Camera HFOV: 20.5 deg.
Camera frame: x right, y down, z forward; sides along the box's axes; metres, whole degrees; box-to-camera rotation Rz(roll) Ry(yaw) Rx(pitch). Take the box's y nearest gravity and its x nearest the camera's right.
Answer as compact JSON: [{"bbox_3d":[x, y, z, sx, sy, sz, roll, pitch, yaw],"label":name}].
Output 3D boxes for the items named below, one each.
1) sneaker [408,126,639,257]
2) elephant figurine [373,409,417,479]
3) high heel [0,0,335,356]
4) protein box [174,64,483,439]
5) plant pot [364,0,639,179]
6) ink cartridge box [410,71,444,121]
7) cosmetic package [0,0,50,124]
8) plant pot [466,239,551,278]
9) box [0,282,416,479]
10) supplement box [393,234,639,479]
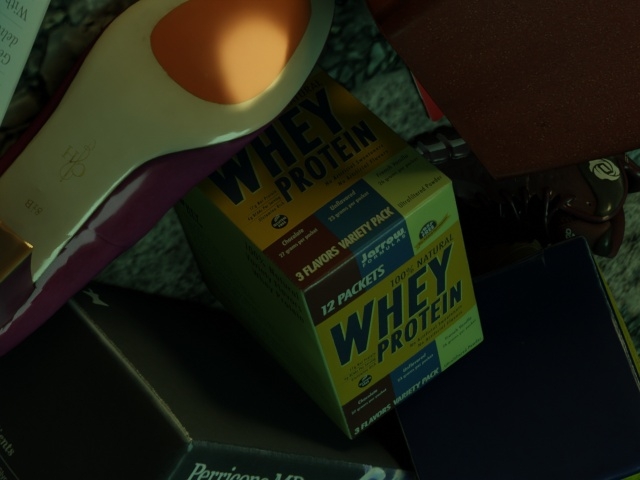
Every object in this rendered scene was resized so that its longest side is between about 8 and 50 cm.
[{"bbox_3d":[0.163,-0.025,1.511,0.281,0.162,0.106,-29,142,-23],"label":"sneaker"},{"bbox_3d":[0.041,0.205,1.661,0.239,0.186,0.169,-45,104,-20],"label":"elephant figurine"},{"bbox_3d":[-0.146,-0.056,1.247,0.377,0.127,0.181,-37,174,-19],"label":"high heel"},{"bbox_3d":[0.000,0.000,1.334,0.136,0.200,0.201,-36,144,-14],"label":"protein box"},{"bbox_3d":[0.155,-0.203,1.223,0.236,0.267,0.267,-33,132,12],"label":"plant pot"},{"bbox_3d":[0.184,-0.184,1.446,0.231,0.078,0.134,-40,145,-8],"label":"ink cartridge box"},{"bbox_3d":[-0.306,-0.027,0.892,0.217,0.156,0.385,37,66,-56],"label":"cosmetic package"},{"bbox_3d":[0.173,0.028,1.692,0.236,0.032,0.236,-28,142,-24],"label":"plant pot"},{"bbox_3d":[-0.169,0.257,1.413,0.293,0.212,0.395,17,112,-52],"label":"box"},{"bbox_3d":[0.191,0.149,1.549,0.194,0.195,0.356,-21,163,9],"label":"supplement box"}]
